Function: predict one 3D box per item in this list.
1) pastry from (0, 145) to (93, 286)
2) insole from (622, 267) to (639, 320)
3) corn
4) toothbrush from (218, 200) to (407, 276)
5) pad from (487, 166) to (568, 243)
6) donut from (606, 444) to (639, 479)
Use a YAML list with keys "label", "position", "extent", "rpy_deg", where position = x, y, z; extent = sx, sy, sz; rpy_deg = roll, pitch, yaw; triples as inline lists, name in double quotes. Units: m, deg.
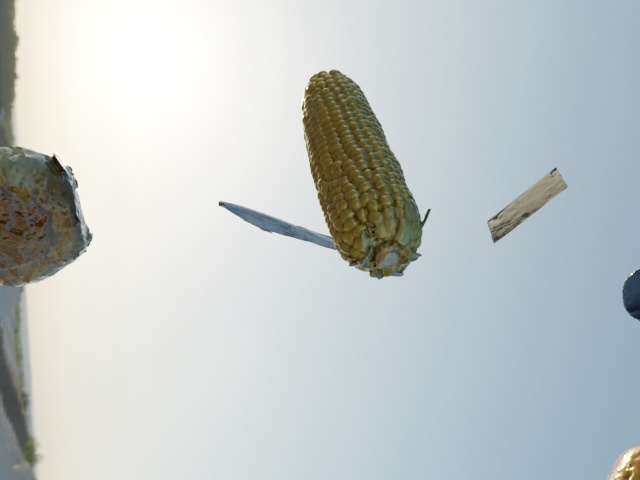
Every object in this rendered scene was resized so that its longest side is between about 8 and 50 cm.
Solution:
- label: "pastry"
  position: [-0.490, -0.037, 1.068]
  extent: [0.257, 0.235, 0.121]
  rpy_deg: [90, -21, -43]
- label: "insole"
  position: [0.451, 0.082, 0.828]
  extent: [0.119, 0.348, 0.009]
  rpy_deg: [-29, -128, 32]
- label: "corn"
  position: [0.035, -0.078, 0.712]
  extent: [0.091, 0.091, 0.260]
  rpy_deg: [109, -25, -46]
- label: "toothbrush"
  position: [0.000, 0.000, 1.191]
  extent: [0.042, 0.413, 0.035]
  rpy_deg: [-61, -144, 14]
- label: "pad"
  position: [0.438, -0.075, 1.470]
  extent: [0.193, 0.004, 0.116]
  rpy_deg: [-41, -164, 21]
- label: "donut"
  position: [0.617, 0.442, 1.166]
  extent: [0.109, 0.277, 0.277]
  rpy_deg: [-62, -169, -26]
